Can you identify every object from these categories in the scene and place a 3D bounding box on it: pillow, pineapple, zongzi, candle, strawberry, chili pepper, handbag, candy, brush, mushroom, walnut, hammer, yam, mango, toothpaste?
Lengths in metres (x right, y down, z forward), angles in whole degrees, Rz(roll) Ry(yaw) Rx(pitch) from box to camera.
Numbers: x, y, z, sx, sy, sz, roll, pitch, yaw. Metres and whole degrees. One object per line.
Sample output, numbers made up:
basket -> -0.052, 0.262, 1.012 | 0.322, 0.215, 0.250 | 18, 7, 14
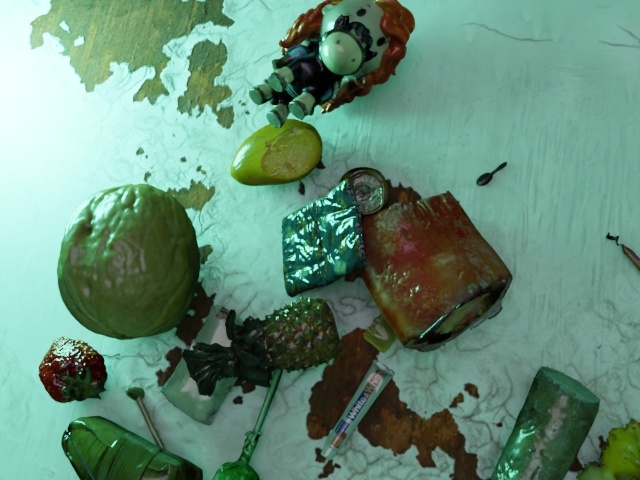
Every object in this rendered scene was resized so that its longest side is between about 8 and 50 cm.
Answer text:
pillow -> -0.227, 0.258, 1.554 | 0.128, 0.051, 0.229 | 30, 81, 4
pillow -> -0.001, 0.002, 1.535 | 0.256, 0.034, 0.188 | -26, 65, 46
pineapple -> 0.573, 0.451, 1.362 | 0.140, 0.164, 0.249 | -2, 73, -33
pineapple -> -0.119, 0.208, 1.489 | 0.310, 0.141, 0.170 | -18, 89, -7
zongzi -> -0.413, 0.527, 1.467 | 0.286, 0.138, 0.299 | 20, 90, 20
candle -> 0.643, 0.046, 1.508 | 0.026, 0.021, 0.167 | -43, 71, 15
strawberry -> -0.523, 0.274, 1.566 | 0.148, 0.131, 0.131 | 24, 76, 45
chili pepper -> 0.209, 0.040, 1.470 | 0.251, 0.229, 0.305 | -33, 71, 12
handbag -> 0.134, 0.184, 1.537 | 0.061, 0.027, 0.083 | 36, 76, 21
candy -> -0.133, 0.386, 1.497 | 0.097, 0.097, 0.323 | 15, 68, 13
brush -> 0.372, -0.145, 1.614 | 0.083, 0.008, 0.024 | -37, 70, -5
mushroom -> 0.092, -0.100, 1.619 | 0.123, 0.052, 0.123 | -1, 80, 8
walnut -> -0.392, 0.039, 1.530 | 0.333, 0.333, 0.332 | -2, 72, 8
hammer -> -0.348, 0.388, 1.533 | 0.028, 0.060, 0.195 | -31, 75, -2
yam -> 0.400, 0.392, 1.380 | 0.133, 0.133, 0.330 | 28, 80, 16
mango -> -0.099, -0.187, 1.653 | 0.217, 0.102, 0.141 | -25, 94, 3
toothpaste -> 0.070, 0.342, 1.497 | 0.052, 0.033, 0.218 | 32, 75, 12

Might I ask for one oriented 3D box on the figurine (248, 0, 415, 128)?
figurine -> 0.026, -0.389, 1.571 | 0.241, 0.412, 0.306 | 43, 124, -1
